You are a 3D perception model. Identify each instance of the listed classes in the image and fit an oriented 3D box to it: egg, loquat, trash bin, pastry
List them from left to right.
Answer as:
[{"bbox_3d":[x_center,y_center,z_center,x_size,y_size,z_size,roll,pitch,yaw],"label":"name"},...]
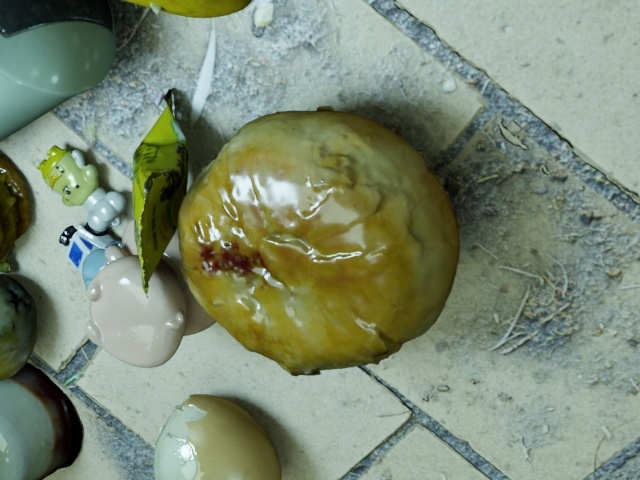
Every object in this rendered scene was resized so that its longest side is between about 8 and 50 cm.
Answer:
[{"bbox_3d":[-0.623,-0.055,1.779,0.240,0.132,0.235,31,125,5],"label":"pastry"},{"bbox_3d":[-0.500,-0.274,1.517,0.432,0.280,0.280,-25,106,36],"label":"trash bin"},{"bbox_3d":[-0.593,0.153,1.862,0.179,0.179,0.227,26,130,8],"label":"loquat"},{"bbox_3d":[-0.176,0.380,1.800,0.244,0.201,0.201,35,127,-14],"label":"egg"},{"bbox_3d":[0.000,0.000,1.472,0.409,0.245,0.409,11,121,19],"label":"pastry"}]

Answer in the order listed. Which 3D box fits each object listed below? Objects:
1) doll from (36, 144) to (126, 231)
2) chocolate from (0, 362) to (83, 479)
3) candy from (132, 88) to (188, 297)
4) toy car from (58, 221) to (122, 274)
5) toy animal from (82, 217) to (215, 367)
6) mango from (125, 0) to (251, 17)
[{"bbox_3d":[-0.384,-0.082,1.704,0.162,0.062,0.106,42,130,-5],"label":"doll"},{"bbox_3d":[-0.620,0.377,1.995,0.283,0.186,0.283,11,122,17],"label":"chocolate"},{"bbox_3d":[-0.233,-0.075,1.508,0.081,0.297,0.187,6,122,-1],"label":"candy"},{"bbox_3d":[-0.356,0.032,1.753,0.170,0.070,0.080,31,126,3],"label":"toy car"},{"bbox_3d":[-0.248,0.073,1.617,0.229,0.221,0.210,-5,114,-11],"label":"toy animal"},{"bbox_3d":[-0.265,-0.432,1.309,0.445,0.301,0.220,34,153,2],"label":"mango"}]
